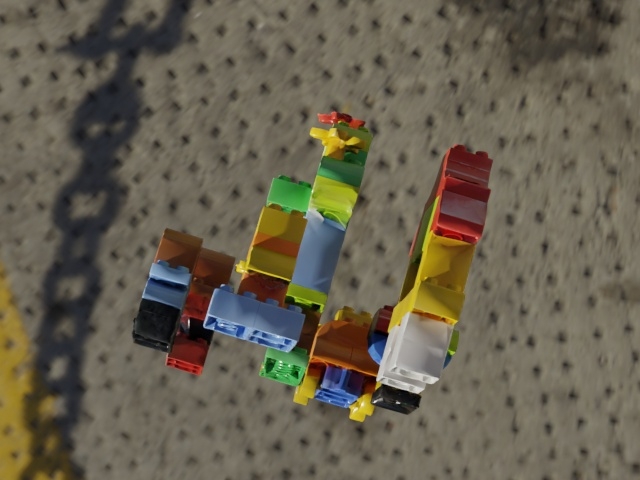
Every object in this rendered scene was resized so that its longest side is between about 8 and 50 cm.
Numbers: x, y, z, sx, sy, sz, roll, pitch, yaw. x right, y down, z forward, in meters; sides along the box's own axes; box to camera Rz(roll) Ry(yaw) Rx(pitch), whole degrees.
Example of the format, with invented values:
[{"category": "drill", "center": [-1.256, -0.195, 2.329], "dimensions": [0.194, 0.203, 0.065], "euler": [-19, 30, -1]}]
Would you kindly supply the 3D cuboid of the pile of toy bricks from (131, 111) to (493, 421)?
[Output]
[{"category": "pile of toy bricks", "center": [0.000, 0.000, 0.703], "dimensions": [0.118, 0.212, 0.105], "euler": [17, 78, -3]}]
